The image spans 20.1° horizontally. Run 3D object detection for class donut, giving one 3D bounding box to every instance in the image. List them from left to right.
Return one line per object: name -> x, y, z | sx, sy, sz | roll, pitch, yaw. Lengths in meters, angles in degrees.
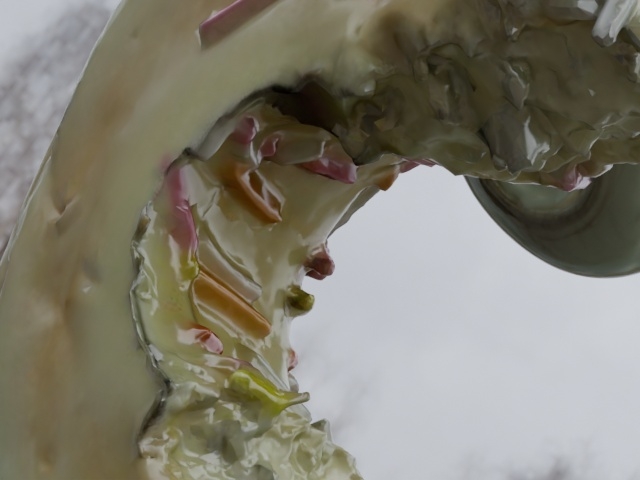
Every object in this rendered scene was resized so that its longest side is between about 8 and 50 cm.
donut -> -0.008, 0.004, 0.779 | 0.150, 0.371, 0.307 | 26, 4, -41

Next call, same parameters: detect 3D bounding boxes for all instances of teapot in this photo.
teapot -> 0.175, -0.137, 1.063 | 0.220, 0.149, 0.318 | 34, -50, 39
